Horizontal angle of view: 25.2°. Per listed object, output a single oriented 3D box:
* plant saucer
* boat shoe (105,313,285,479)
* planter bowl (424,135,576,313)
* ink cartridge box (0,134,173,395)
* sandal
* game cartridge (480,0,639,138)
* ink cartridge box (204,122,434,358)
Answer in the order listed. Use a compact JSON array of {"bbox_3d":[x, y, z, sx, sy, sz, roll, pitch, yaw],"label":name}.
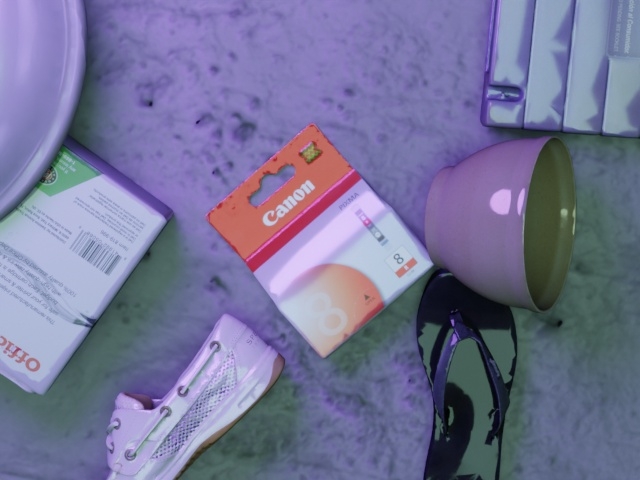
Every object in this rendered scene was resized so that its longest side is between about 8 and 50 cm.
[{"bbox_3d":[-0.410,-0.179,1.269,0.401,0.100,0.400,0,88,10],"label":"plant saucer"},{"bbox_3d":[-0.161,0.182,1.368,0.277,0.098,0.096,-45,95,-4],"label":"boat shoe"},{"bbox_3d":[0.162,-0.017,1.324,0.109,0.162,0.162,4,98,26],"label":"planter bowl"},{"bbox_3d":[-0.259,0.017,1.345,0.153,0.087,0.208,36,95,-4],"label":"ink cartridge box"},{"bbox_3d":[0.144,0.151,1.384,0.097,0.054,0.254,-3,98,0],"label":"sandal"},{"bbox_3d":[0.279,-0.273,1.329,0.230,0.068,0.355,5,97,-5],"label":"game cartridge"},{"bbox_3d":[0.000,0.000,1.369,0.145,0.045,0.179,-41,99,4],"label":"ink cartridge box"}]
